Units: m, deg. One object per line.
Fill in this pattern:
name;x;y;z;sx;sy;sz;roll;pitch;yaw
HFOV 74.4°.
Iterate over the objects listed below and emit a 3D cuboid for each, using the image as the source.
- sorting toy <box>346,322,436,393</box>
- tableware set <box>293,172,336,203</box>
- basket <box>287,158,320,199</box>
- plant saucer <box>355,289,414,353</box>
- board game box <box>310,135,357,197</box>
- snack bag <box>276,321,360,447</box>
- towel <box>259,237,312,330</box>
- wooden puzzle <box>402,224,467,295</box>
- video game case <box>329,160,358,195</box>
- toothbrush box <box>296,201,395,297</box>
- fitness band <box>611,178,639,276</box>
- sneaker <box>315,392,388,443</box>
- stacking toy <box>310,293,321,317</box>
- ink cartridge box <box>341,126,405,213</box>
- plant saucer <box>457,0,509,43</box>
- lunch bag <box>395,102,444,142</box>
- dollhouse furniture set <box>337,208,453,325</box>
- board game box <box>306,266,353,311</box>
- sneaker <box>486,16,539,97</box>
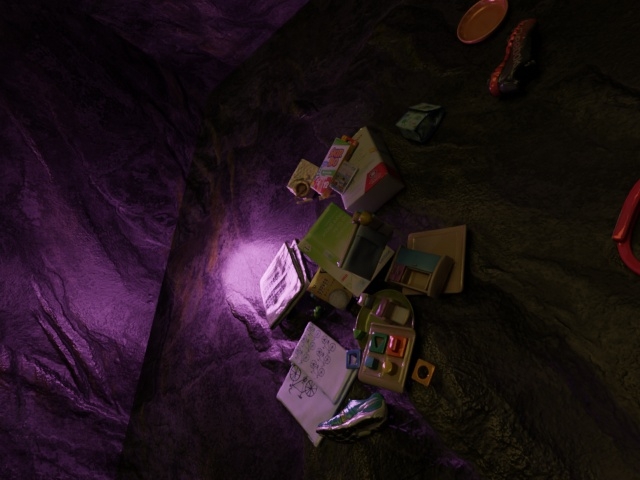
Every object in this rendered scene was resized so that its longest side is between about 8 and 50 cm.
sorting toy;0.202;0.361;1.325;0.347;0.047;0.196;-2;67;47
tableware set;-0.033;-0.243;1.900;0.194;0.039;0.128;-10;85;11
basket;-0.069;-0.285;1.983;0.113;0.103;0.167;30;94;12
plant saucer;0.221;0.285;1.416;0.241;0.037;0.241;-27;50;37
board game box;0.054;-0.314;1.753;0.260;0.039;0.124;-59;37;9
snack bag;-0.026;0.518;1.563;0.323;0.037;0.343;28;91;51
towel;-0.167;0.182;1.859;0.324;0.056;0.312;-51;34;23
wooden puzzle;0.372;0.070;1.372;0.238;0.044;0.221;-13;60;49
video game case;0.092;-0.249;1.674;0.087;0.011;0.122;40;102;42
toothbrush box;0.092;0.031;1.506;0.283;0.122;0.206;40;95;6
fitness band;0.800;-0.042;0.945;0.209;0.054;0.291;21;86;49
sneaker;0.104;0.575;1.357;0.275;0.107;0.110;-32;28;27
stacking toy;0.006;0.184;1.709;0.221;0.052;0.167;-59;37;12
ink cartridge box;0.182;-0.273;1.704;0.226;0.131;0.306;-41;42;29
plant saucer;0.623;-0.837;1.610;0.200;0.037;0.200;-25;53;37
lunch bag;0.387;-0.467;1.624;0.151;0.096;0.129;-46;37;-2
dollhouse furniture set;0.198;0.090;1.274;0.198;0.303;0.287;14;78;56
board game box;0.078;0.122;1.588;0.165;0.042;0.243;30;93;8
sneaker;0.663;-0.599;1.379;0.135;0.097;0.276;26;91;52
